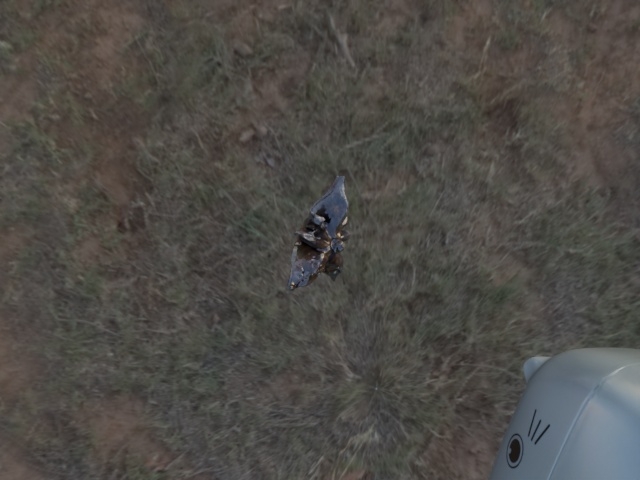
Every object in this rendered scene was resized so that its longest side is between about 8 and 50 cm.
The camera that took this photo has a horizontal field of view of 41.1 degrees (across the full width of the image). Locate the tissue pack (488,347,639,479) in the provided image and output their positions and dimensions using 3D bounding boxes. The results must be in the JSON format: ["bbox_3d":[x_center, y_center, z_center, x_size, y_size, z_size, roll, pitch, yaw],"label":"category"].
[{"bbox_3d":[0.296,0.271,0.866,0.229,0.236,0.333,4,110,-32],"label":"tissue pack"}]

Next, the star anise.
[{"bbox_3d":[0.005,-0.011,0.947,0.056,0.124,0.129,20,102,24],"label":"star anise"}]
